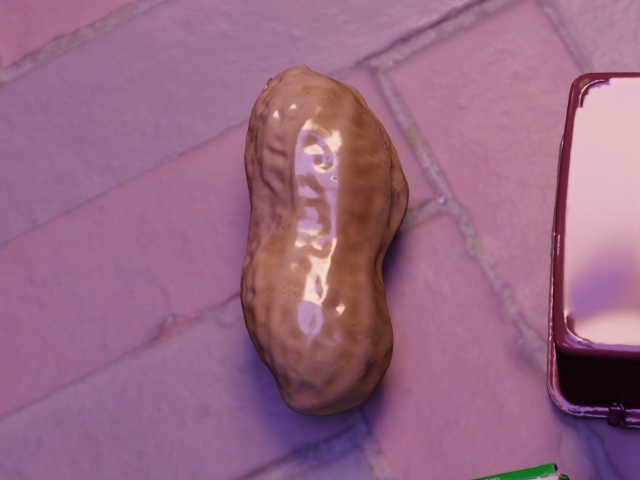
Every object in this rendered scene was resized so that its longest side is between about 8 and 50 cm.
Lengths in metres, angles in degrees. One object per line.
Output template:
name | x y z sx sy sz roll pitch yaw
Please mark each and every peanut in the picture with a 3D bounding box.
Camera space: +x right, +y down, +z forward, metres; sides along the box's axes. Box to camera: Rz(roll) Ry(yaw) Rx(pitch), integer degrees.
peanut | 0.000 0.000 1.576 0.149 0.149 0.313 0 72 13

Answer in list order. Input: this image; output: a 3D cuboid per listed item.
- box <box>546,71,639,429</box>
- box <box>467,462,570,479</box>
box | 0.284 0.001 1.492 0.193 0.167 0.294 2 72 11
box | 0.143 0.318 1.449 0.180 0.103 0.250 -12 69 9
